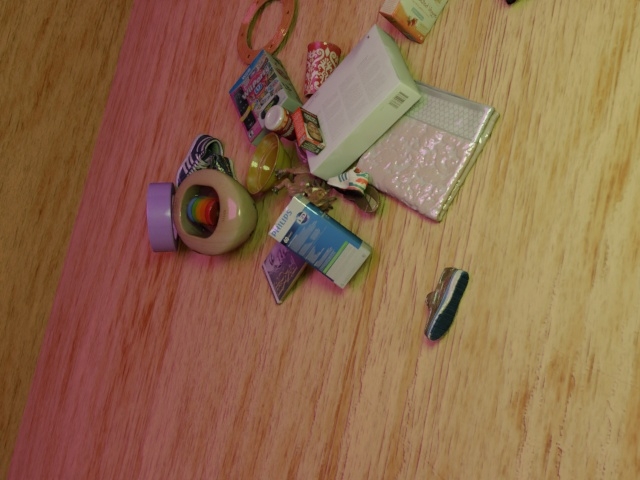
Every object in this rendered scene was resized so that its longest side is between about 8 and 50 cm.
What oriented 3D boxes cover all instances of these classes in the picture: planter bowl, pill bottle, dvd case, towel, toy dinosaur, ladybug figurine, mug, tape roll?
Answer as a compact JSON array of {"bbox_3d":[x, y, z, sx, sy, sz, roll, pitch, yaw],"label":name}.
[{"bbox_3d":[-0.161,-0.247,1.746,0.217,0.090,0.217,-33,48,47],"label":"planter bowl"},{"bbox_3d":[-0.104,-0.380,1.702,0.086,0.152,0.086,-15,68,40],"label":"pill bottle"},{"bbox_3d":[-0.115,0.072,1.628,0.221,0.018,0.165,-57,45,36],"label":"dvd case"},{"bbox_3d":[0.269,-0.254,1.381,0.331,0.053,0.317,38,104,44],"label":"towel"},{"bbox_3d":[-0.034,-0.178,1.602,0.200,0.127,0.296,-12,58,34],"label":"toy dinosaur"},{"bbox_3d":[-0.378,-0.100,1.853,0.449,0.161,0.306,16,100,44],"label":"ladybug figurine"},{"bbox_3d":[0.005,-0.546,1.706,0.113,0.150,0.170,7,85,8],"label":"mug"},{"bbox_3d":[-0.621,-0.092,2.042,0.275,0.090,0.275,177,90,-80],"label":"tape roll"}]

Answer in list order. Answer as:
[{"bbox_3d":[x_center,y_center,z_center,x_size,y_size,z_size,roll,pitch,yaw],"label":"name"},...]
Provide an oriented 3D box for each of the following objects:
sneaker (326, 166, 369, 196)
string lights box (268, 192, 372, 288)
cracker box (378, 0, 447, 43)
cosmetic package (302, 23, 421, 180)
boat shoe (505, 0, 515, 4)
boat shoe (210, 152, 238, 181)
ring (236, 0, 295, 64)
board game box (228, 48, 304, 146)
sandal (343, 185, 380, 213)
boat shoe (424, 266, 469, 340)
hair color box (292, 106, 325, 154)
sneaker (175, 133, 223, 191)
[{"bbox_3d":[0.084,-0.174,1.485,0.161,0.057,0.075,20,81,56],"label":"sneaker"},{"bbox_3d":[0.000,0.000,1.432,0.259,0.077,0.133,37,107,0],"label":"string lights box"},{"bbox_3d":[0.284,-0.695,1.430,0.067,0.155,0.232,42,107,42],"label":"cracker box"},{"bbox_3d":[0.095,-0.398,1.518,0.377,0.097,0.285,-41,47,33],"label":"cosmetic package"},{"bbox_3d":[0.498,-0.771,1.290,0.158,0.127,0.341,-19,73,31],"label":"boat shoe"},{"bbox_3d":[-0.373,-0.249,1.965,0.065,0.083,0.184,-37,55,30],"label":"boat shoe"},{"bbox_3d":[-0.215,-0.853,2.042,0.336,0.032,0.337,-16,66,40],"label":"ring"},{"bbox_3d":[-0.202,-0.513,1.879,0.224,0.097,0.304,-43,51,25],"label":"board game box"},{"bbox_3d":[0.126,-0.123,1.483,0.072,0.049,0.180,-60,31,4],"label":"sandal"},{"bbox_3d":[0.290,0.150,1.232,0.066,0.066,0.183,23,84,50],"label":"boat shoe"},{"bbox_3d":[-0.036,-0.323,1.513,0.043,0.071,0.141,-42,45,34],"label":"hair color box"},{"bbox_3d":[-0.487,-0.294,2.078,0.153,0.099,0.283,19,88,47],"label":"sneaker"}]
